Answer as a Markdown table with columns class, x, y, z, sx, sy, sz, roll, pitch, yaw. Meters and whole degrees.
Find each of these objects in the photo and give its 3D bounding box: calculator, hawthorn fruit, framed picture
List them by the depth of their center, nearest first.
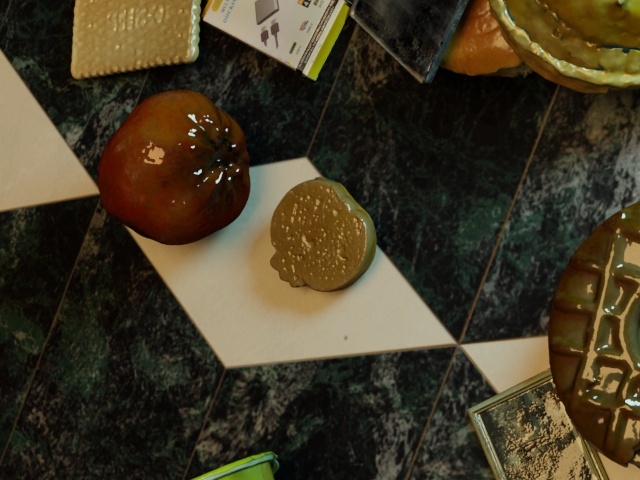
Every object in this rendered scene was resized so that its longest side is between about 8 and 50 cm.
| class | x | y | z | sx | sy | sz | roll | pitch | yaw |
| --- | --- | --- | --- | --- | --- | --- | --- | --- | --- |
| framed picture | 0.282 | 0.272 | 1.824 | 0.142 | 0.011 | 0.183 | -30 | 68 | 22 |
| calculator | 0.123 | -0.330 | 1.931 | 0.161 | 0.021 | 0.261 | -65 | 32 | 22 |
| hawthorn fruit | -0.230 | -0.094 | 2.065 | 0.261 | 0.224 | 0.224 | -17 | 73 | 39 |

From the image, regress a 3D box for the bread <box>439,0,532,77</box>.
| class | x | y | z | sx | sy | sz | roll | pitch | yaw |
| --- | --- | --- | --- | --- | --- | --- | --- | --- | --- |
| bread | 0.235 | -0.337 | 1.898 | 0.174 | 0.121 | 0.245 | 9 | 90 | 29 |

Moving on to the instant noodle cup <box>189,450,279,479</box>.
| class | x | y | z | sx | sy | sz | roll | pitch | yaw |
| --- | --- | --- | --- | --- | --- | --- | --- | --- | --- |
| instant noodle cup | -0.155 | 0.444 | 1.894 | 0.311 | 0.311 | 0.221 | -29 | 79 | 22 |

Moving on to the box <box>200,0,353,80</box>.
| class | x | y | z | sx | sy | sz | roll | pitch | yaw |
| --- | --- | --- | --- | --- | --- | --- | --- | --- | --- |
| box | -0.076 | -0.346 | 2.121 | 0.247 | 0.033 | 0.129 | 30 | 97 | 30 |

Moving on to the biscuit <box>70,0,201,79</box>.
| class | x | y | z | sx | sy | sz | roll | pitch | yaw |
| --- | --- | --- | --- | --- | --- | --- | --- | --- | --- |
| biscuit | -0.293 | -0.342 | 2.238 | 0.250 | 0.030 | 0.160 | -5 | 77 | 31 |

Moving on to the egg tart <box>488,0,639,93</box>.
| class | x | y | z | sx | sy | sz | roll | pitch | yaw |
| --- | --- | --- | --- | --- | --- | --- | --- | --- | --- |
| egg tart | 0.383 | -0.372 | 1.744 | 0.388 | 0.169 | 0.388 | -1 | 82 | 6 |

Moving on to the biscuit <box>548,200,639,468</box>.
| class | x | y | z | sx | sy | sz | roll | pitch | yaw |
| --- | --- | --- | --- | --- | --- | --- | --- | --- | --- |
| biscuit | 0.426 | 0.088 | 1.720 | 0.366 | 0.115 | 0.268 | -43 | 64 | 14 |

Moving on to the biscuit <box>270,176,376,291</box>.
| class | x | y | z | sx | sy | sz | roll | pitch | yaw |
| --- | --- | --- | --- | --- | --- | --- | --- | --- | --- |
| biscuit | 0.002 | 0.000 | 2.009 | 0.170 | 0.050 | 0.170 | -1 | 88 | 33 |
